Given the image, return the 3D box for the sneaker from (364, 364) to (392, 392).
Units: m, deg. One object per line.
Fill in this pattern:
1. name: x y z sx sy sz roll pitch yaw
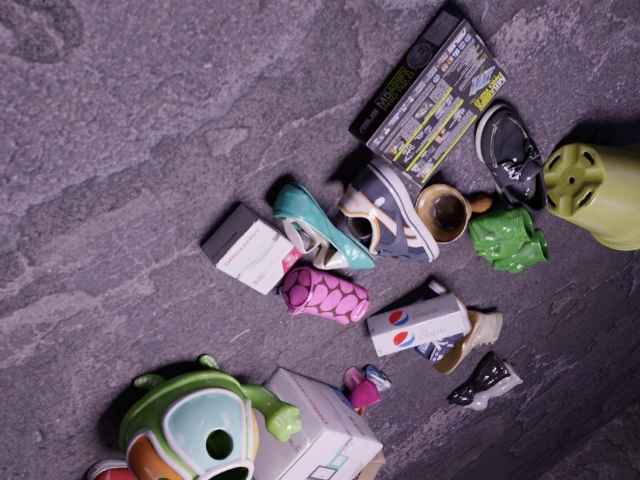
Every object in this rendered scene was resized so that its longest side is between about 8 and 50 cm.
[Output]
1. sneaker: 0.142 0.370 1.725 0.058 0.052 0.135 -42 141 3

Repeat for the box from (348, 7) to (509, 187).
1. box: 0.204 -0.251 1.216 0.270 0.060 0.216 -52 141 10

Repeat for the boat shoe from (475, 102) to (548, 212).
1. boat shoe: 0.435 -0.163 1.452 0.127 0.113 0.340 -39 141 -6

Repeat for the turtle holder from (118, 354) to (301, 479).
1. turtle holder: -0.217 0.388 1.284 0.320 0.227 0.243 21 109 -48

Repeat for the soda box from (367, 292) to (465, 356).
1. soda box: 0.224 0.198 1.556 0.216 0.069 0.074 -18 127 5

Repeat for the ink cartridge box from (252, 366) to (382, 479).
1. ink cartridge box: -0.035 0.452 1.525 0.197 0.198 0.270 -48 140 6

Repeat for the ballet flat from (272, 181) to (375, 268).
1. ballet flat: 0.000 0.000 1.199 0.247 0.083 0.087 43 71 -30

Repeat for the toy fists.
1. toy fists: 0.450 0.007 1.595 0.142 0.096 0.279 -10 157 30

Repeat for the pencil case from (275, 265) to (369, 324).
1. pencil case: 0.013 0.118 1.355 0.209 0.095 0.098 20 75 -46

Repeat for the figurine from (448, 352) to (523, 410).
1. figurine: 0.529 0.475 2.140 0.209 0.092 0.215 -43 143 12

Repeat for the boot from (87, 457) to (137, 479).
1. boot: -0.336 0.529 1.349 0.244 0.176 0.088 15 112 -49

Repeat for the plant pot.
1. plant pot: 0.686 -0.126 1.616 0.254 0.276 0.276 8 119 -33

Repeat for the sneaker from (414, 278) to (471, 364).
1. sneaker: 0.292 0.215 1.678 0.153 0.099 0.282 -43 144 -5

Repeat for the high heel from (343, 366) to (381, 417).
1. high heel: 0.105 0.437 1.697 0.082 0.117 0.244 -18 134 -30

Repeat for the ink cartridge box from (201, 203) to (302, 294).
1. ink cartridge box: -0.119 0.017 1.169 0.109 0.063 0.150 -47 141 4

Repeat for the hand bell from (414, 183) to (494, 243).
1. hand bell: 0.323 -0.073 1.469 0.242 0.126 0.126 -14 134 -50

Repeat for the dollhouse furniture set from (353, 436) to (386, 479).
1. dollhouse furniture set: 0.076 0.658 1.919 0.161 0.101 0.182 9 121 -17

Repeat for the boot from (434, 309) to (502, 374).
1. boot: 0.424 0.289 1.879 0.165 0.077 0.213 5 119 -46

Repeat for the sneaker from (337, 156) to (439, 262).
1. sneaker: 0.129 -0.029 1.299 0.127 0.126 0.321 -41 139 0
